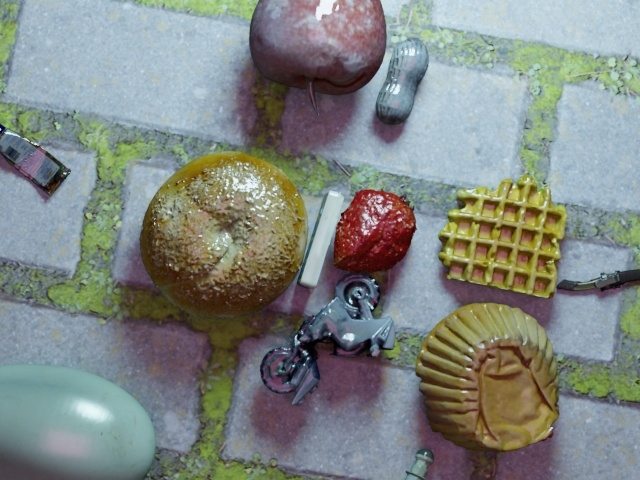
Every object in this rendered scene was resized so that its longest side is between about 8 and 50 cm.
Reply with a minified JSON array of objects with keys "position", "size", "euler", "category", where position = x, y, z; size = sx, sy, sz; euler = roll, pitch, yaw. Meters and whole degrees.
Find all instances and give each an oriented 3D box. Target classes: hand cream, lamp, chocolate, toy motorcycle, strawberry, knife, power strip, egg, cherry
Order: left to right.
[{"position":[-0.525,-0.151,1.862],"size":[0.163,0.039,0.062],"euler":[40,84,-8],"category":"hand cream"},{"position":[-0.458,0.322,1.751],"size":[0.371,0.230,0.230],"euler":[12,87,3],"category":"egg"},{"position":[-0.006,-0.357,1.819],"size":[0.236,0.213,0.285],"euler":[2,90,-31],"category":"cherry"},{"position":[0.000,0.000,1.868],"size":[0.035,0.081,0.192],"euler":[17,87,-3],"category":"power strip"},{"position":[0.026,0.187,1.855],"size":[0.159,0.106,0.270],"euler":[43,82,4],"category":"toy motorcycle"},{"position":[0.094,-0.018,1.860],"size":[0.187,0.082,0.146],"euler":[-42,89,-19],"category":"strawberry"},{"position":[0.149,-0.289,1.897],"size":[0.072,0.072,0.167],"euler":[21,87,-3],"category":"chocolate"},{"position":[0.160,0.448,1.870],"size":[0.091,0.091,0.163],"euler":[29,69,-3],"category":"lamp"},{"position":[0.547,0.073,1.937],"size":[0.222,0.021,0.045],"euler":[0,91,-5],"category":"knife"}]

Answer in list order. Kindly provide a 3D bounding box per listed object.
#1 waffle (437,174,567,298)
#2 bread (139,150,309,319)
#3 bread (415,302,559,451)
[{"position":[0.332,-0.020,1.907],"size":[0.229,0.057,0.219],"euler":[12,87,-3],"category":"waffle"},{"position":[-0.164,-0.008,1.819],"size":[0.305,0.159,0.305],"euler":[0,88,-6],"category":"bread"},{"position":[0.304,0.244,1.852],"size":[0.274,0.149,0.274],"euler":[0,90,-10],"category":"bread"}]
